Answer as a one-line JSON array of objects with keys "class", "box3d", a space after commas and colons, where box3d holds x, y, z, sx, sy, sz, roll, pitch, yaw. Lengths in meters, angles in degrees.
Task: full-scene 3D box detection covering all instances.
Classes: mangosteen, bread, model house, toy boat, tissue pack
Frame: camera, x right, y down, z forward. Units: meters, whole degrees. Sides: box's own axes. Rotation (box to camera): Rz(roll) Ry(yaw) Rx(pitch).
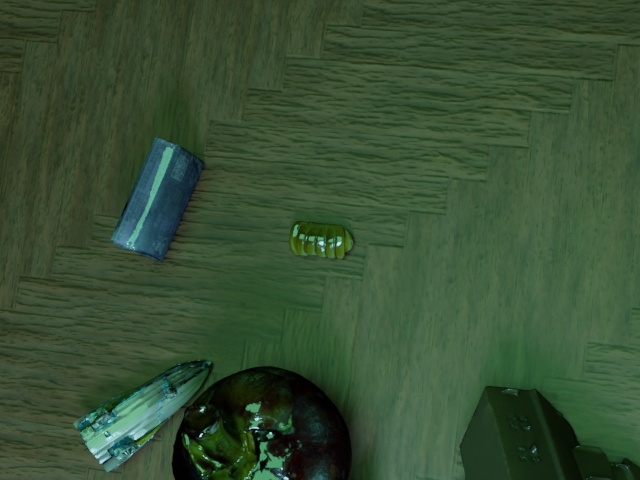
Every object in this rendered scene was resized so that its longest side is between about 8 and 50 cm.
[{"class": "mangosteen", "box3d": [-0.095, 0.261, 1.464, 0.231, 0.289, 0.231, -11, 68, 29]}, {"class": "bread", "box3d": [0.000, 0.000, 1.615, 0.088, 0.033, 0.049, 8, 89, 12]}, {"class": "model house", "box3d": [0.306, 0.307, 1.463, 0.248, 0.181, 0.176, 9, 125, -12]}, {"class": "toy boat", "box3d": [-0.233, 0.227, 1.618, 0.210, 0.066, 0.084, -35, 88, -7]}, {"class": "tissue pack", "box3d": [-0.221, -0.054, 1.628, 0.051, 0.112, 0.156, 21, 86, 15]}]
